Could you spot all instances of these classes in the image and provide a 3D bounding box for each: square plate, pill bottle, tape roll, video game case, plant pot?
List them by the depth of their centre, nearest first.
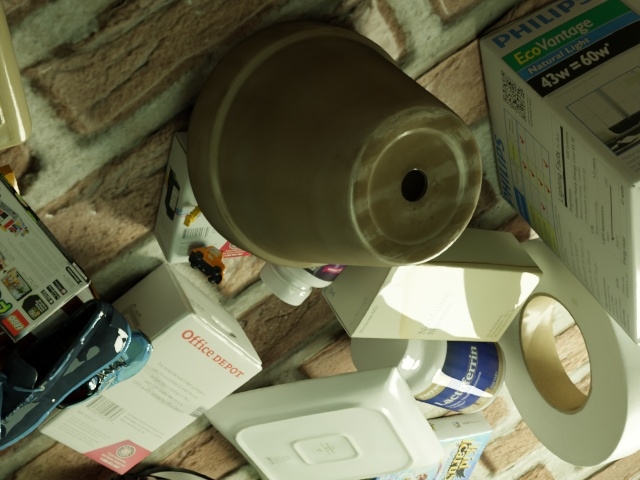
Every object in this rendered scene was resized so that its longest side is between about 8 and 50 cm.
[{"bbox_3d":[0.037,-0.096,1.431,0.323,0.280,0.323,-9,109,-29],"label":"plant pot"},{"bbox_3d":[0.000,0.000,1.708,0.108,0.108,0.193,23,116,-44],"label":"pill bottle"},{"bbox_3d":[0.412,0.178,1.929,0.072,0.392,0.392,-12,135,-22],"label":"tape roll"},{"bbox_3d":[0.182,0.199,1.983,0.264,0.153,0.153,21,116,-43],"label":"pill bottle"},{"bbox_3d":[0.011,0.337,1.984,0.344,0.049,0.347,-13,142,14],"label":"square plate"},{"bbox_3d":[0.188,0.464,2.314,0.244,0.061,0.270,-5,132,-29],"label":"video game case"}]

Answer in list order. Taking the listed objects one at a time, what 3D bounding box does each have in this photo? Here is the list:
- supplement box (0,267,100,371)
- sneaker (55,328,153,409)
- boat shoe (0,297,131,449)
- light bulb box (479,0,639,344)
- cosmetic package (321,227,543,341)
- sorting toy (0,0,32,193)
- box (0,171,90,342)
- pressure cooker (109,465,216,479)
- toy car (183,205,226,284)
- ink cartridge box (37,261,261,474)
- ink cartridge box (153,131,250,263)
[{"bbox_3d":[-0.405,0.093,1.518,0.191,0.129,0.194,-32,143,-1],"label":"supplement box"},{"bbox_3d":[-0.295,0.182,1.577,0.162,0.073,0.063,-36,100,5],"label":"sneaker"},{"bbox_3d":[-0.362,0.159,1.451,0.258,0.109,0.089,-43,139,-15],"label":"boat shoe"},{"bbox_3d":[0.429,-0.117,1.673,0.225,0.361,0.358,-28,139,-8],"label":"light bulb box"},{"bbox_3d":[0.178,0.065,1.836,0.309,0.113,0.160,3,128,-35],"label":"cosmetic package"},{"bbox_3d":[-0.452,-0.136,1.351,0.229,0.041,0.307,-22,138,-19],"label":"sorting toy"},{"bbox_3d":[-0.381,0.005,1.377,0.114,0.036,0.207,-38,99,0],"label":"box"},{"bbox_3d":[-0.257,0.578,1.916,0.370,0.375,0.420,11,125,-49],"label":"pressure cooker"},{"bbox_3d":[-0.145,0.004,1.552,0.040,0.060,0.122,-48,158,-33],"label":"toy car"},{"bbox_3d":[-0.260,0.194,1.725,0.283,0.117,0.207,-38,139,6],"label":"ink cartridge box"},{"bbox_3d":[-0.144,-0.061,1.585,0.127,0.072,0.175,-5,132,-28],"label":"ink cartridge box"}]
